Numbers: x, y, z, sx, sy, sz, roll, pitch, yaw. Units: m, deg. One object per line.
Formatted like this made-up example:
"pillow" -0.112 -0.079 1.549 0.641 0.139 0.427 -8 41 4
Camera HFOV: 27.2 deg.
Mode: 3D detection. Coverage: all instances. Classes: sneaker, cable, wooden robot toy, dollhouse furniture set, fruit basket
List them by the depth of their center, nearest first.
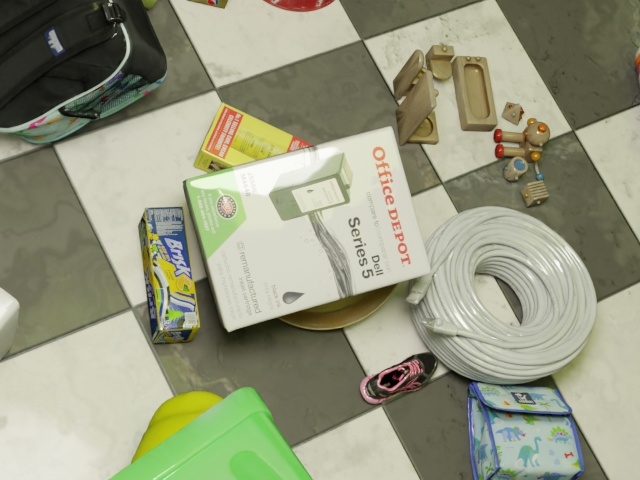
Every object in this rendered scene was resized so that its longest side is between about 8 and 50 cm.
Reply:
"fruit basket" -0.137 0.326 1.484 0.283 0.392 0.392 -33 81 -28
"sneaker" 0.112 0.178 1.751 0.119 0.057 0.047 -24 76 -27
"cable" 0.248 0.078 1.810 0.257 0.089 0.257 30 54 -3
"dollhouse furniture set" 0.197 -0.226 1.912 0.151 0.123 0.144 1 68 -18
"wooden robot toy" 0.303 -0.142 1.938 0.076 0.079 0.173 4 66 -17

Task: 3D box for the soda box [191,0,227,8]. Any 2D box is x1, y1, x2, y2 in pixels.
"soda box" -0.154 -0.432 1.921 0.061 0.058 0.181 10 65 -14

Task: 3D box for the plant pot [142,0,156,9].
"plant pot" -0.262 -0.364 1.851 0.079 0.083 0.083 27 62 -19

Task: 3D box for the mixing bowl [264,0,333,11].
"mixing bowl" -0.030 -0.438 1.943 0.181 0.098 0.181 7 67 -16

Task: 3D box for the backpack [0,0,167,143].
"backpack" -0.338 -0.248 1.696 0.253 0.191 0.225 -29 75 14

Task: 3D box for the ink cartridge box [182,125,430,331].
"ink cartridge box" -0.019 -0.017 1.685 0.273 0.115 0.198 -16 92 -8

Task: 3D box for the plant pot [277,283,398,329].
"plant pot" 0.000 0.000 1.762 0.236 0.032 0.236 0 91 -8

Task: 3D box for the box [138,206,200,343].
"box" -0.196 0.044 1.703 0.054 0.059 0.169 -2 69 -18

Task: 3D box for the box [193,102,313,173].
"box" -0.050 -0.098 1.813 0.232 0.058 0.087 25 65 -6

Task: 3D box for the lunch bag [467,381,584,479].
"lunch bag" 0.267 0.256 1.754 0.129 0.096 0.151 6 49 -14

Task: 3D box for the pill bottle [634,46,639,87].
"pill bottle" 0.558 -0.200 2.023 0.121 0.121 0.221 2 67 -18

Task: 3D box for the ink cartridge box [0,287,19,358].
"ink cartridge box" -0.567 0.146 1.480 0.279 0.160 0.385 38 62 0
